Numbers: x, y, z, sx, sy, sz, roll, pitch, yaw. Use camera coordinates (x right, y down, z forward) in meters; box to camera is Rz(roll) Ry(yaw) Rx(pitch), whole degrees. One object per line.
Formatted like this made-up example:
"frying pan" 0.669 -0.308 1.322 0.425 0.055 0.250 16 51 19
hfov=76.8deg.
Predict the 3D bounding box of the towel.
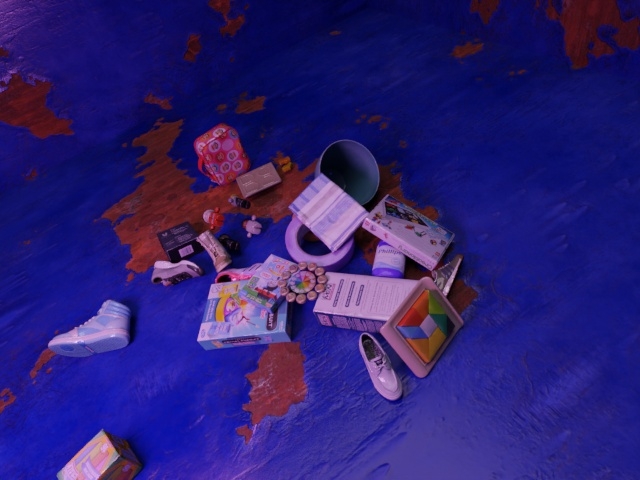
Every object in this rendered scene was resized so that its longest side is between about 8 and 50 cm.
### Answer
"towel" 0.030 -0.116 1.588 0.209 0.034 0.285 -45 68 -2

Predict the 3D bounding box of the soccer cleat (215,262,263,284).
"soccer cleat" -0.308 0.146 1.639 0.247 0.083 0.095 -5 19 20

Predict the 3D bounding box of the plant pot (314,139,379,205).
"plant pot" 0.088 -0.277 1.802 0.290 0.290 0.195 -44 12 -22

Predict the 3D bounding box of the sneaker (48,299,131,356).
"sneaker" -0.918 0.349 1.645 0.318 0.127 0.208 -8 48 -1

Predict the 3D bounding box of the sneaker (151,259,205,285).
"sneaker" -0.618 0.149 1.754 0.271 0.100 0.108 -4 57 23

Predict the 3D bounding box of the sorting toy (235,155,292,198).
"sorting toy" -0.280 -0.332 2.113 0.306 0.041 0.229 -25 42 -5

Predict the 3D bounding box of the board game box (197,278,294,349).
"board game box" -0.272 0.267 1.530 0.335 0.079 0.254 -9 47 11

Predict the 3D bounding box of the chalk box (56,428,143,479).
"chalk box" -0.683 0.718 1.221 0.132 0.133 0.213 26 62 35

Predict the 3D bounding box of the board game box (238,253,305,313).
"board game box" -0.183 0.158 1.516 0.160 0.039 0.212 19 54 29

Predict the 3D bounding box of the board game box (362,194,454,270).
"board game box" 0.333 -0.038 1.521 0.305 0.053 0.193 34 49 14

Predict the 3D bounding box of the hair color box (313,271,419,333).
"hair color box" 0.168 0.221 1.406 0.346 0.105 0.174 4 50 21

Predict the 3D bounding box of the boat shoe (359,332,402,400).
"boat shoe" 0.179 0.388 1.265 0.079 0.081 0.228 -26 46 -6

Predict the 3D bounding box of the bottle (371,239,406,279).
"bottle" 0.272 0.048 1.538 0.118 0.092 0.283 5 51 18

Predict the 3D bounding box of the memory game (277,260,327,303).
"memory game" -0.065 0.148 1.460 0.185 0.012 0.186 -7 47 7

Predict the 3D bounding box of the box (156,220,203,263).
"box" -0.648 0.008 1.866 0.155 0.093 0.158 -26 45 -23

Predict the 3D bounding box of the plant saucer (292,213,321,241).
"plant saucer" -0.026 -0.095 1.755 0.199 0.037 0.200 -2 71 5

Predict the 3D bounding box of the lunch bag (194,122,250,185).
"lunch bag" -0.521 -0.432 2.108 0.258 0.293 0.120 -41 54 -20

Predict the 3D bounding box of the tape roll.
"tape roll" 0.000 0.000 1.630 0.274 0.090 0.275 -4 62 7

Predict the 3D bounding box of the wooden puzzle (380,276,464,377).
"wooden puzzle" 0.325 0.268 1.249 0.238 0.221 0.044 -44 14 -19

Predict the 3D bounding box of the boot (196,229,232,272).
"boot" -0.446 0.040 1.684 0.077 0.165 0.213 -35 16 -4

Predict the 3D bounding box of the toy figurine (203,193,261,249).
"toy figurine" -0.391 -0.082 1.804 0.209 0.213 0.148 -40 33 -23

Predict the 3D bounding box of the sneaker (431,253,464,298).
"sneaker" 0.441 0.116 1.437 0.086 0.064 0.192 19 60 26
